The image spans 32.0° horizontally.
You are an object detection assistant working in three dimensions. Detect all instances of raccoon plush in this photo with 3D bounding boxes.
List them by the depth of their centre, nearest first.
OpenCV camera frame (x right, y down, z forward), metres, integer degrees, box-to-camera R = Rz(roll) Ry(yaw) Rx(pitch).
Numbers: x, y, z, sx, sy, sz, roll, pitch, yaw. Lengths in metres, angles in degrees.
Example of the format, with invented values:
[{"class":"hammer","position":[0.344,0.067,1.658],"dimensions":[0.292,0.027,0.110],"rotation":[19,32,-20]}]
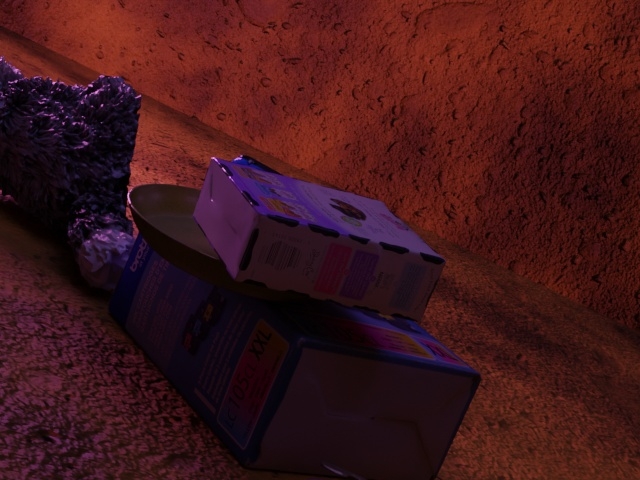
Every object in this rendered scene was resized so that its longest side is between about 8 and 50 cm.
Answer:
[{"class":"raccoon plush","position":[-0.393,-0.122,1.433],"dimensions":[0.299,0.216,0.446],"rotation":[13,15,-20]}]

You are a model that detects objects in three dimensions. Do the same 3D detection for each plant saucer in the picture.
[{"class":"plant saucer","position":[-0.086,0.006,1.140],"dimensions":[0.241,0.037,0.241],"rotation":[20,15,-6]}]

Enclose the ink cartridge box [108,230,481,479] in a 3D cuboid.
[{"class":"ink cartridge box","position":[-0.054,0.098,1.255],"dimensions":[0.270,0.151,0.395],"rotation":[16,13,-40]}]

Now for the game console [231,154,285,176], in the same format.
[{"class":"game console","position":[0.000,0.000,1.797],"dimensions":[0.293,0.250,0.173],"rotation":[29,38,22]}]

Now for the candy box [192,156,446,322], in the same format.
[{"class":"candy box","position":[-0.005,-0.003,1.071],"dimensions":[0.196,0.070,0.165],"rotation":[14,16,-25]}]

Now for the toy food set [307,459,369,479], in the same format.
[{"class":"toy food set","position":[0.015,0.249,1.029],"dimensions":[0.078,0.019,0.122],"rotation":[25,19,0]}]
